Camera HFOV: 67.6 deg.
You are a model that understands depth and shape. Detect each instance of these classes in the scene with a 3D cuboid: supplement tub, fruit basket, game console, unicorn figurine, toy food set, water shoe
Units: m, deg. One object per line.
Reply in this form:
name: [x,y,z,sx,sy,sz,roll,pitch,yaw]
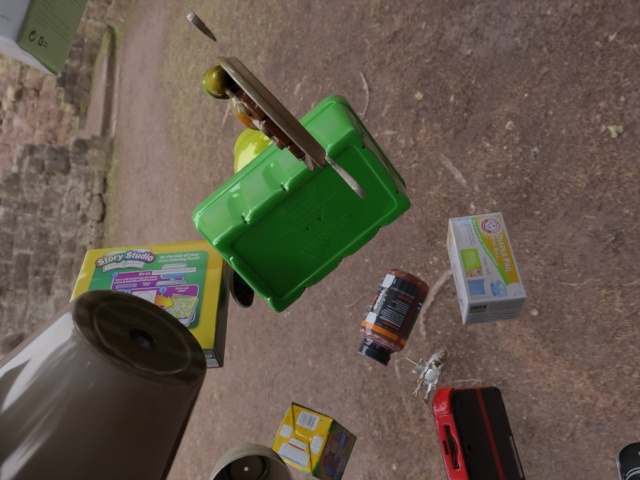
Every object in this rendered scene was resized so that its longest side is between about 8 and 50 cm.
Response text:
supplement tub: [0.152,0.167,1.036,0.106,0.106,0.198,8,68,57]
fruit basket: [-0.050,-0.090,0.917,0.392,0.283,0.392,-35,20,15]
game console: [0.422,0.569,1.217,0.060,0.341,0.387,-26,62,35]
unicorn figurine: [0.223,0.273,0.985,0.111,0.060,0.162,-53,-1,-41]
toy food set: [-0.046,-0.100,0.402,0.038,0.192,0.132,-44,20,7]
water shoe: [-0.178,0.076,1.193,0.080,0.073,0.203,5,102,32]

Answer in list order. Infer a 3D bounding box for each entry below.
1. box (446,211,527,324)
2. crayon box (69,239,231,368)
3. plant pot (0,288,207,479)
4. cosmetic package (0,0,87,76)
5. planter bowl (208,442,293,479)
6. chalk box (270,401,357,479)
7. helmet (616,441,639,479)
box: [0.335,0.055,0.987,0.103,0.114,0.203,73,-168,-55]
crayon box: [-0.409,0.156,1.157,0.106,0.362,0.313,84,-178,-49]
plant pot: [-0.302,0.231,0.624,0.280,0.323,0.323,-52,40,8]
cosmetic package: [-0.415,-0.462,0.645,0.156,0.217,0.385,-161,93,-80]
planter bowl: [-0.138,0.454,0.908,0.109,0.161,0.162,-158,76,-74]
chalk box: [-0.006,0.511,1.179,0.132,0.213,0.132,9,59,33]
helmet: [0.505,0.363,0.652,0.161,0.169,0.170,-9,76,29]
